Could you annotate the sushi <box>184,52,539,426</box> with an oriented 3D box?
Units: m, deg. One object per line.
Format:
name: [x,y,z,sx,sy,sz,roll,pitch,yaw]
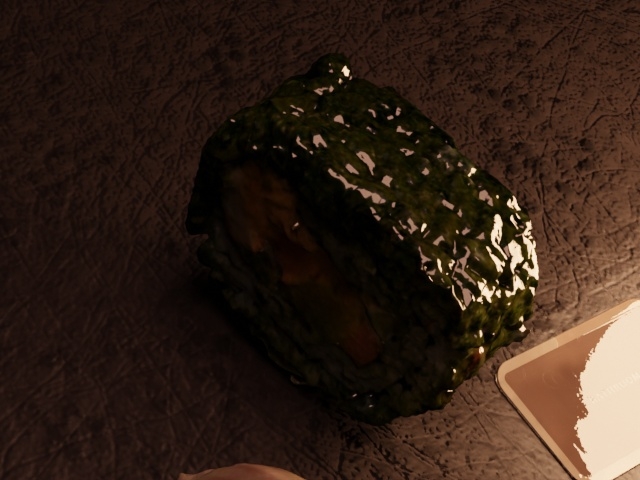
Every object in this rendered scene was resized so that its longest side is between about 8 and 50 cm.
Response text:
sushi: [0.038,0.015,1.567,0.352,0.294,0.178,43,47,14]

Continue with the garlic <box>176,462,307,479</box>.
garlic: [-0.072,0.348,1.291,0.246,0.231,0.340,24,41,-4]

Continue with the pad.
pad: [0.334,0.166,1.751,0.266,0.002,0.176,-22,62,-34]
